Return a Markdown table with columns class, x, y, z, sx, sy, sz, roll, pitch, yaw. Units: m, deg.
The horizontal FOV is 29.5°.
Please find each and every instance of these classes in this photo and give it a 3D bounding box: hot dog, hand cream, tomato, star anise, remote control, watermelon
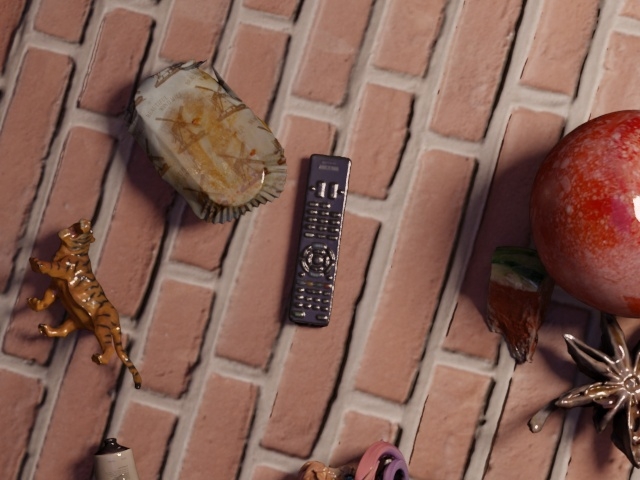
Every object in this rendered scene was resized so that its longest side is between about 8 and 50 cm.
| class | x | y | z | sx | sy | sz | roll | pitch | yaw |
| --- | --- | --- | --- | --- | --- | --- | --- | --- | --- |
| hot dog | -0.164 | -0.140 | 1.731 | 0.162 | 0.082 | 0.270 | -40 | 73 | -4 |
| hand cream | -0.284 | 0.374 | 1.728 | 0.087 | 0.054 | 0.186 | -9 | 87 | 1 |
| tomato | 0.389 | -0.033 | 1.552 | 0.270 | 0.227 | 0.270 | 8 | 75 | -33 |
| star anise | 0.390 | 0.197 | 1.611 | 0.231 | 0.089 | 0.209 | 2 | 74 | 4 |
| remote control | 0.000 | 0.000 | 1.720 | 0.063 | 0.025 | 0.245 | 8 | 87 | 9 |
| watermelon | 0.273 | 0.070 | 1.664 | 0.098 | 0.121 | 0.158 | 14 | 133 | 24 |

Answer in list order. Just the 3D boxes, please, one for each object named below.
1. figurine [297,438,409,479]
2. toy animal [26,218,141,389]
| class | x | y | z | sx | sy | sz | roll | pitch | yaw |
| --- | --- | --- | --- | --- | --- | --- | --- | --- | --- |
| figurine | 0.043 | 0.339 | 1.646 | 0.157 | 0.126 | 0.114 | -14 | 54 | 7 |
| toy animal | -0.327 | 0.107 | 1.742 | 0.116 | 0.114 | 0.255 | -30 | 85 | -37 |
